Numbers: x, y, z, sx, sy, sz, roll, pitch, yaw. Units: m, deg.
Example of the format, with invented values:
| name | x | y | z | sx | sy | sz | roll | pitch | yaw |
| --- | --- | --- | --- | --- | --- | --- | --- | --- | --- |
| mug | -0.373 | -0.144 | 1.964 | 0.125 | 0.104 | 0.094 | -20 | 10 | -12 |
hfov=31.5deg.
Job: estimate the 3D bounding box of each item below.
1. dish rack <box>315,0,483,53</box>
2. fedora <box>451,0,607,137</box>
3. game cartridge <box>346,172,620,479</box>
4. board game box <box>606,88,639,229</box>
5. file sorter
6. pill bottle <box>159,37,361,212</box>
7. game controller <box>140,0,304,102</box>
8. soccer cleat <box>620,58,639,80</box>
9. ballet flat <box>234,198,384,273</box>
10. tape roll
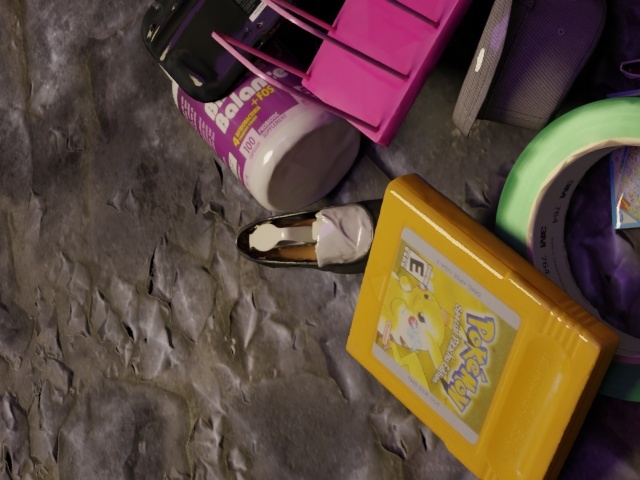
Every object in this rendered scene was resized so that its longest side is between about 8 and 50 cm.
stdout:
| name | x | y | z | sx | sy | sz | roll | pitch | yaw |
| --- | --- | --- | --- | --- | --- | --- | --- | --- | --- |
| dish rack | 0.090 | -0.326 | 1.432 | 0.271 | 0.074 | 0.208 | -8 | 70 | 41 |
| fedora | 0.243 | -0.231 | 1.271 | 0.124 | 0.244 | 0.275 | 19 | 59 | 4 |
| game cartridge | 0.170 | 0.122 | 1.317 | 0.323 | 0.052 | 0.285 | 43 | 137 | 34 |
| board game box | 0.372 | -0.092 | 1.253 | 0.103 | 0.026 | 0.154 | -4 | 85 | 38 |
| file sorter | 0.035 | -0.297 | 1.279 | 0.291 | 0.182 | 0.202 | -60 | 36 | 12 |
| pill bottle | -0.095 | -0.192 | 1.533 | 0.301 | 0.169 | 0.169 | 48 | 115 | 29 |
| game controller | -0.096 | -0.329 | 1.433 | 0.166 | 0.067 | 0.319 | 45 | 107 | 14 |
| soccer cleat | 0.372 | -0.188 | 1.252 | 0.083 | 0.035 | 0.029 | 11 | 94 | 38 |
| ballet flat | 0.000 | 0.000 | 1.495 | 0.280 | 0.096 | 0.095 | -9 | 82 | 37 |
| tape roll | 0.341 | 0.007 | 1.208 | 0.321 | 0.077 | 0.321 | 10 | 105 | 40 |
